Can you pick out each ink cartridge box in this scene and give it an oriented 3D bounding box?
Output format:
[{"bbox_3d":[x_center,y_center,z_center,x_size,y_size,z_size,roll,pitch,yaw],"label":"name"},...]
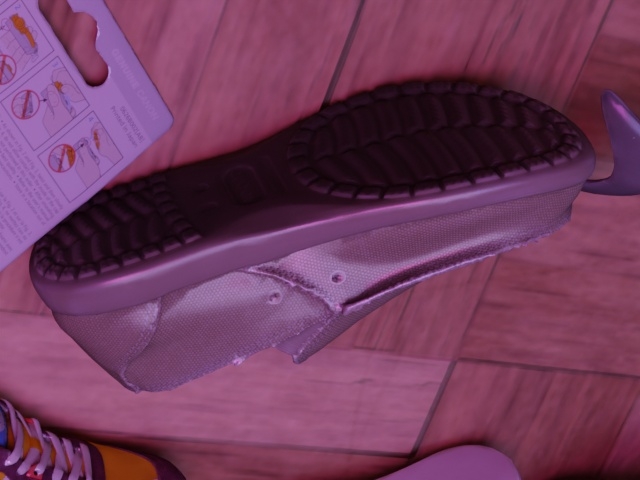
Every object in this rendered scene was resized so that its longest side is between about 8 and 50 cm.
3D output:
[{"bbox_3d":[-0.170,-0.053,0.782,0.179,0.045,0.145,-43,129,-17],"label":"ink cartridge box"}]

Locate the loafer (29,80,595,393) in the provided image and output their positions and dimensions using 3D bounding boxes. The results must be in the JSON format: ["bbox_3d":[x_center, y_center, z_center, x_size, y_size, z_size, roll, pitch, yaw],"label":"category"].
[{"bbox_3d":[0.000,0.000,0.848,0.269,0.102,0.092,-14,127,-4],"label":"loafer"}]

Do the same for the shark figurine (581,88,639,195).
[{"bbox_3d":[0.259,-0.086,0.906,0.166,0.116,0.278,44,89,-4],"label":"shark figurine"}]

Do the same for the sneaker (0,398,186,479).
[{"bbox_3d":[-0.148,0.114,0.870,0.186,0.069,0.084,-2,127,-24],"label":"sneaker"}]

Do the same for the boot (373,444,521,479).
[{"bbox_3d":[0.023,0.180,0.989,0.190,0.069,0.086,-12,131,-17],"label":"boot"}]
